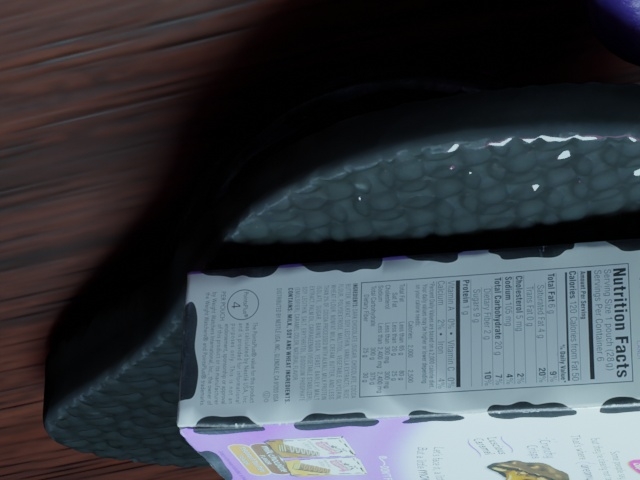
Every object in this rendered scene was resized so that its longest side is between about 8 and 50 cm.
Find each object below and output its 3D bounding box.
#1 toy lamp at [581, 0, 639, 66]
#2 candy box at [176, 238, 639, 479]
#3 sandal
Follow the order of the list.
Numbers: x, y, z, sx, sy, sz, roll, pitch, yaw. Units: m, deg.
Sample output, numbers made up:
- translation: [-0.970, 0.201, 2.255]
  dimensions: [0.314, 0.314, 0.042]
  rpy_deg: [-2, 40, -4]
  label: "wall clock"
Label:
- translation: [0.170, -0.064, 0.805]
  dimensions: [0.080, 0.080, 0.274]
  rpy_deg: [-18, 144, 19]
  label: "toy lamp"
- translation: [0.060, 0.067, 0.799]
  dimensions: [0.196, 0.070, 0.165]
  rpy_deg: [-5, 155, 12]
  label: "candy box"
- translation: [-0.003, 0.000, 0.874]
  dimensions: [0.168, 0.107, 0.446]
  rpy_deg: [15, 154, -30]
  label: "sandal"
